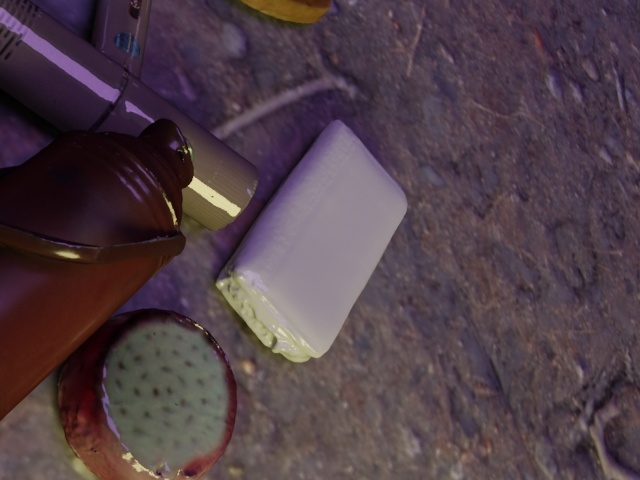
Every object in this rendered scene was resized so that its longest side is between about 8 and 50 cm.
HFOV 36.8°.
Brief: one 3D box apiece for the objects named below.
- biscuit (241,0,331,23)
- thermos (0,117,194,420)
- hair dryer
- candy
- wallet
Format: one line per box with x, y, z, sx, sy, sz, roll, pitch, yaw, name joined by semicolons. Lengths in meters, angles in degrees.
-0.068;-0.256;0.726;0.220;0.029;0.142;53;44;-13;biscuit
-0.141;0.014;0.484;0.099;0.124;0.232;25;45;18;thermos
-0.112;-0.138;0.627;0.195;0.054;0.220;37;43;-27;hair dryer
-0.094;0.088;0.536;0.103;0.043;0.103;20;59;-36;candy
0.000;0.000;0.672;0.095;0.033;0.190;45;46;-17;wallet
